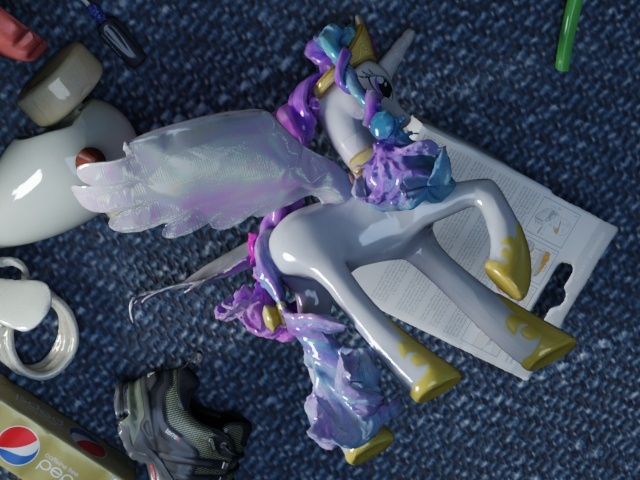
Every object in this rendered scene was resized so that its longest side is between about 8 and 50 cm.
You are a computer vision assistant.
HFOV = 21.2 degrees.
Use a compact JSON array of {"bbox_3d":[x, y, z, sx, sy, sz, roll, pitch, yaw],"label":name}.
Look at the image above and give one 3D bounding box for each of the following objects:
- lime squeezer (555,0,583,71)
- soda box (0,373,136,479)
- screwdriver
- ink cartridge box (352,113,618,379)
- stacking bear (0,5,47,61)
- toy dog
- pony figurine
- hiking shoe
[{"bbox_3d":[0.288,-0.303,1.563,0.310,0.059,0.110,-49,135,8],"label":"lime squeezer"},{"bbox_3d":[-0.266,0.199,1.646,0.181,0.061,0.058,36,100,-15],"label":"soda box"},{"bbox_3d":[-0.219,-0.222,1.544,0.024,0.025,0.170,-41,107,7],"label":"screwdriver"},{"bbox_3d":[0.143,0.008,1.637,0.224,0.056,0.181,26,102,-16],"label":"ink cartridge box"},{"bbox_3d":[-0.398,-0.114,1.453,0.175,0.164,0.289,37,90,-30],"label":"stacking bear"},{"bbox_3d":[-0.272,-0.014,1.529,0.220,0.161,0.334,27,102,-12],"label":"toy dog"},{"bbox_3d":[0.000,0.000,1.491,0.351,0.303,0.363,-27,69,-9],"label":"pony figurine"},{"bbox_3d":[-0.111,0.222,1.656,0.114,0.086,0.227,-24,107,5],"label":"hiking shoe"}]
